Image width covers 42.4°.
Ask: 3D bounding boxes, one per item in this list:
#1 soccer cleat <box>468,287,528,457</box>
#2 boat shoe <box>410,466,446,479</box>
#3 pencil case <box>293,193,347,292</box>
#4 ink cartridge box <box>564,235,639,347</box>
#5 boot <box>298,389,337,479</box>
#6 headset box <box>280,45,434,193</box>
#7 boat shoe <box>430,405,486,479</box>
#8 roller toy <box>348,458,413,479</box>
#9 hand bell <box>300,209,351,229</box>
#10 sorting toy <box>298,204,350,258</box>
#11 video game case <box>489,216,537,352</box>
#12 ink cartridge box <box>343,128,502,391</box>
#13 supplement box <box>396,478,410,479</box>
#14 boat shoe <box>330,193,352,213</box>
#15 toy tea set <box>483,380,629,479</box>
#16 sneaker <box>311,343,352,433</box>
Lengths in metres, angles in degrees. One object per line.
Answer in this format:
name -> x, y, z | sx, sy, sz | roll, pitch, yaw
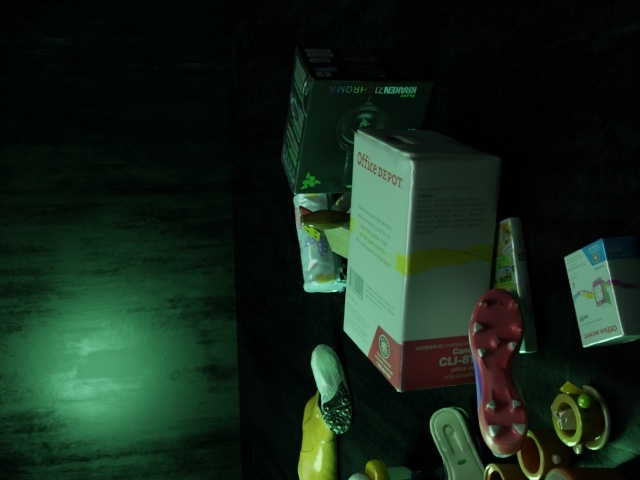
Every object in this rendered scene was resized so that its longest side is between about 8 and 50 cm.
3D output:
soccer cleat -> 0.259, 0.191, 1.203 | 0.095, 0.083, 0.248 | 85, -174, -58
boat shoe -> 0.231, 0.573, 1.475 | 0.158, 0.127, 0.341 | -37, -67, -69
pencil case -> 0.000, 0.000, 2.123 | 0.124, 0.113, 0.273 | -38, 56, 58
ink cartridge box -> 0.358, 0.066, 1.023 | 0.088, 0.052, 0.123 | 132, 132, -67
boot -> 0.005, 0.548, 2.213 | 0.211, 0.104, 0.295 | 110, 157, -53
headset box -> 0.063, -0.227, 1.633 | 0.131, 0.246, 0.283 | -110, 24, -46
boat shoe -> 0.256, 0.403, 1.425 | 0.079, 0.084, 0.233 | 21, -127, -68
roller toy -> 0.130, 0.573, 1.713 | 0.209, 0.146, 0.191 | 108, 154, -48
hand bell -> 0.079, -0.042, 1.619 | 0.126, 0.241, 0.126 | 177, 90, -73
sorting toy -> 0.066, -0.009, 1.879 | 0.274, 0.046, 0.132 | 26, 154, 33
video game case -> 0.278, 0.083, 1.349 | 0.227, 0.026, 0.207 | 149, 117, -72
ink cartridge box -> 0.162, 0.019, 1.401 | 0.279, 0.160, 0.385 | -135, 45, -67
supplement box -> 0.180, 0.583, 1.577 | 0.073, 0.130, 0.240 | 159, 108, -73
boat shoe -> 0.076, -0.082, 1.920 | 0.227, 0.081, 0.069 | 149, 120, -63
toy tea set -> 0.298, 0.347, 1.146 | 0.336, 0.124, 0.200 | 109, 153, -51
sneaker -> 0.034, 0.388, 2.154 | 0.086, 0.085, 0.237 | 58, -163, -67
